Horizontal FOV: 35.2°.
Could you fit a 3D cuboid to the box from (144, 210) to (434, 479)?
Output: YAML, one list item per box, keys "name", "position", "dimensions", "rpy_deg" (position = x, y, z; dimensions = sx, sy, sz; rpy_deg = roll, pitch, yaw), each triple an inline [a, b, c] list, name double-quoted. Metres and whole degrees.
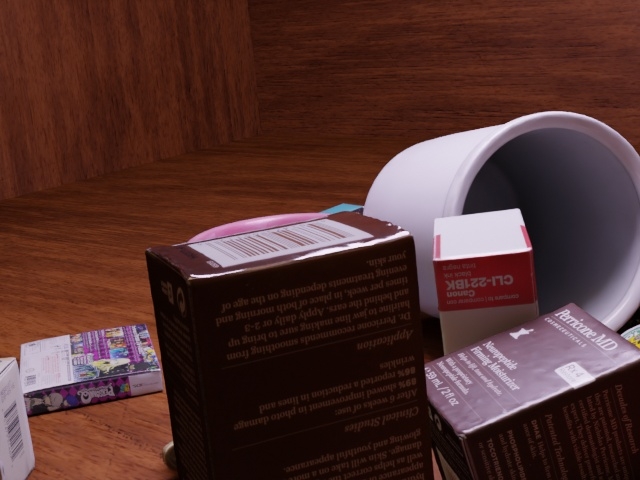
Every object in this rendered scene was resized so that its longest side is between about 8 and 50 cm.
- name: "box"
  position: [-0.015, 0.180, 0.844]
  dimensions: [0.191, 0.381, 0.143]
  rpy_deg: [-11, 13, -21]

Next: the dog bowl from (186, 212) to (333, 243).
- name: "dog bowl"
  position: [-0.067, 0.061, 1.791]
  dimensions: [0.408, 0.150, 0.408]
  rpy_deg: [-5, 14, 1]

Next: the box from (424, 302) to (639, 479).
- name: "box"
  position: [0.225, 0.195, 1.034]
  dimensions: [0.203, 0.167, 0.168]
  rpy_deg: [-22, 18, -7]

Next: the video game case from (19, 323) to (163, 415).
- name: "video game case"
  position: [-0.365, 0.197, 1.587]
  dimensions: [0.210, 0.041, 0.232]
  rpy_deg: [-9, 15, -14]

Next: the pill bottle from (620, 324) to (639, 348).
- name: "pill bottle"
  position: [0.401, 0.184, 1.199]
  dimensions: [0.118, 0.117, 0.208]
  rpy_deg: [-1, 15, 17]

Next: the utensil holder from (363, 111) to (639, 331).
- name: "utensil holder"
  position: [0.269, -0.017, 1.539]
  dimensions: [0.328, 0.327, 0.385]
  rpy_deg: [-10, 5, -16]

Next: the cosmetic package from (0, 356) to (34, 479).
- name: "cosmetic package"
  position: [-0.528, 0.244, 1.240]
  dimensions: [0.310, 0.160, 0.113]
  rpy_deg: [-4, 13, 3]

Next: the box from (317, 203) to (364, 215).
- name: "box"
  position: [0.000, 0.000, 2.101]
  dimensions: [0.060, 0.100, 0.244]
  rpy_deg: [8, 20, 39]

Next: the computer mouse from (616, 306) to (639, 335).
- name: "computer mouse"
  position: [0.431, 0.138, 1.507]
  dimensions: [0.184, 0.060, 0.262]
  rpy_deg: [-11, 17, 7]

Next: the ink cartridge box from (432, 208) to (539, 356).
- name: "ink cartridge box"
  position: [0.207, 0.119, 1.221]
  dimensions: [0.114, 0.272, 0.197]
  rpy_deg: [-7, 14, 9]

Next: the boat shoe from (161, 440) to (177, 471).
- name: "boat shoe"
  position: [-0.146, 0.258, 1.269]
  dimensions: [0.135, 0.050, 0.045]
  rpy_deg: [-5, 7, -43]
